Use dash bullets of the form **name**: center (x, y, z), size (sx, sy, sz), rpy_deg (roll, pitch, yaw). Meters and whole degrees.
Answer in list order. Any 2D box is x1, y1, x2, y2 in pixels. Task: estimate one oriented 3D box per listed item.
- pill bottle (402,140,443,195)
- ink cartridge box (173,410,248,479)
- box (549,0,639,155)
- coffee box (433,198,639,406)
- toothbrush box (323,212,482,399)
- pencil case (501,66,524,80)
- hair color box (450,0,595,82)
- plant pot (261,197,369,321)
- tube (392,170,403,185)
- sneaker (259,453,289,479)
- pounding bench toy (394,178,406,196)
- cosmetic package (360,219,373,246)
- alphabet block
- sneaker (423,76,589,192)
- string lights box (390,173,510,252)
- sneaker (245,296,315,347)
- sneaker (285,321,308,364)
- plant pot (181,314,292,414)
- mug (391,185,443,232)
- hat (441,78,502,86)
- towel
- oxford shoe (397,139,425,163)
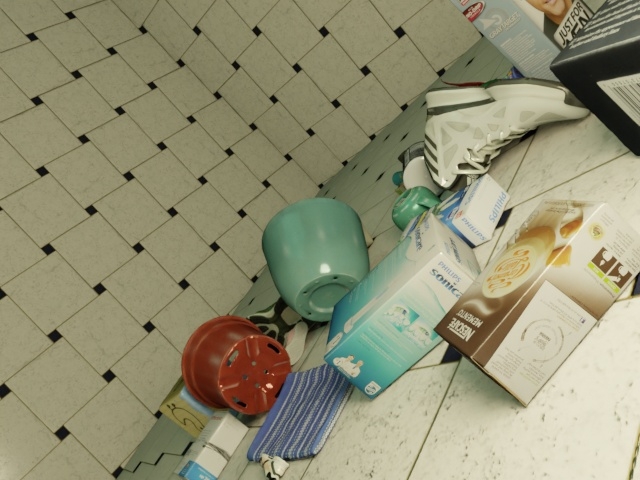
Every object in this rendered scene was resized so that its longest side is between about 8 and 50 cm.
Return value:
- **pill bottle**: center (0.309, -0.219, 1.643), size (0.130, 0.130, 0.246), rpy_deg (-46, 10, 22)
- **ink cartridge box**: center (-0.295, 0.565, 1.490), size (0.191, 0.082, 0.139), rpy_deg (-53, 10, -29)
- **box**: center (0.543, -0.313, 0.673), size (0.395, 0.212, 0.293), rpy_deg (-49, 9, 5)
- **coffee box**: center (0.281, 0.070, 0.722), size (0.246, 0.098, 0.141), rpy_deg (-50, 9, -1)
- **toothbrush box**: center (0.155, 0.116, 1.042), size (0.295, 0.126, 0.216), rpy_deg (-47, 9, 19)
- **pencil case**: center (0.437, -0.317, 1.453), size (0.133, 0.119, 0.306), rpy_deg (-17, -19, -47)
- **hair color box**: center (0.475, -0.507, 1.247), size (0.185, 0.374, 0.113), rpy_deg (-54, 11, -26)
- **plant pot**: center (0.001, 0.072, 1.486), size (0.293, 0.293, 0.235), rpy_deg (-45, 38, 25)
- **tube**: center (0.295, -0.218, 1.904), size (0.207, 0.080, 0.052), rpy_deg (-154, 73, -84)
- **sneaker**: center (-0.104, 0.465, 1.131), size (0.044, 0.040, 0.109), rpy_deg (-57, 11, -29)
- **pounding bench toy**: center (0.293, -0.177, 1.786), size (0.065, 0.052, 0.083), rpy_deg (-53, 10, -21)
- **cosmetic package**: center (0.000, 0.000, 1.734), size (0.309, 0.113, 0.160), rpy_deg (5, -41, -49)
- **alphabet block**: center (-0.360, 0.492, 1.759), size (0.197, 0.192, 0.193), rpy_deg (-41, 11, 46)
- **sneaker**: center (0.408, -0.224, 1.272), size (0.447, 0.169, 0.258), rpy_deg (16, 103, 58)
- **string lights box**: center (0.274, -0.026, 1.201), size (0.133, 0.076, 0.259), rpy_deg (-54, 11, -34)
- **sneaker**: center (-0.094, 0.237, 1.787), size (0.182, 0.158, 0.410), rpy_deg (-37, 2, -43)
- **sneaker**: center (-0.078, 0.304, 1.599), size (0.070, 0.051, 0.134), rpy_deg (-46, 20, 57)
- **plant pot**: center (-0.220, 0.350, 1.521), size (0.272, 0.272, 0.265), rpy_deg (-53, 18, -19)
- **mug**: center (0.258, -0.087, 1.451), size (0.157, 0.097, 0.129), rpy_deg (-42, 12, 41)
- **hat**: center (0.480, -0.453, 1.604), size (0.208, 0.183, 0.173), rpy_deg (-43, 12, 35)
- **towel**: center (-0.042, 0.370, 1.223), size (0.336, 0.040, 0.243), rpy_deg (-37, 17, 53)
- **oxford shoe**: center (0.364, -0.290, 1.850), size (0.227, 0.096, 0.083), rpy_deg (-34, -12, -25)
